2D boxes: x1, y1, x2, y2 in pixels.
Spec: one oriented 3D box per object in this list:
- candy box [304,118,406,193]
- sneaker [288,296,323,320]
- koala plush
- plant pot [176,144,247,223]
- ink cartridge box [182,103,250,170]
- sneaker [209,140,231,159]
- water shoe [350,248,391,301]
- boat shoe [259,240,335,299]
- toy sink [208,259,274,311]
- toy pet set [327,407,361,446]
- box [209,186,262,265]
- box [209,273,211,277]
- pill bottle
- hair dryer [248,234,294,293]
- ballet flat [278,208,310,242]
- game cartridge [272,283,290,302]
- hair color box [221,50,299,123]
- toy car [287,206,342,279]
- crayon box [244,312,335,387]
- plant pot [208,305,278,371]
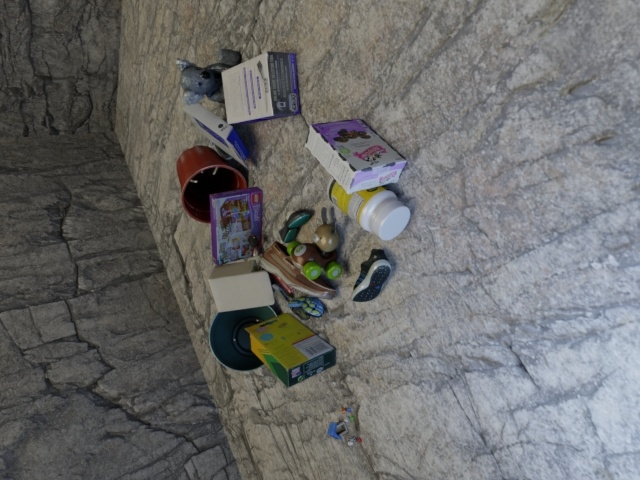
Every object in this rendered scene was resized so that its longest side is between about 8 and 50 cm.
[{"bbox_3d":[0.085,-0.214,1.029,0.196,0.165,0.070,51,142,30],"label":"candy box"},{"bbox_3d":[-0.045,0.250,1.504,0.188,0.067,0.078,-3,122,54],"label":"sneaker"},{"bbox_3d":[-0.426,-0.595,1.565,0.203,0.221,0.196,1,104,55],"label":"koala plush"},{"bbox_3d":[-0.481,-0.258,1.768,0.265,0.272,0.272,53,141,43],"label":"plant pot"},{"bbox_3d":[-0.389,-0.414,1.625,0.332,0.065,0.165,39,169,25],"label":"ink cartridge box"},{"bbox_3d":[-0.422,-0.412,1.778,0.211,0.080,0.081,55,161,30],"label":"sneaker"},{"bbox_3d":[0.142,0.102,1.178,0.203,0.073,0.080,119,153,-47],"label":"water shoe"},{"bbox_3d":[-0.076,0.097,1.425,0.324,0.123,0.116,28,93,30],"label":"boat shoe"},{"bbox_3d":[-0.304,0.174,1.664,0.131,0.234,0.153,-91,-8,-66],"label":"toy sink"},{"bbox_3d":[0.073,0.670,1.484,0.114,0.065,0.122,-33,75,55],"label":"toy pet set"},{"bbox_3d":[-0.334,-0.057,1.663,0.057,0.201,0.293,35,129,43],"label":"box"},{"bbox_3d":[-0.428,0.236,1.987,0.181,0.119,0.182,1,104,55],"label":"box"},{"bbox_3d":[0.121,-0.097,1.065,0.208,0.119,0.119,44,136,37],"label":"pill bottle"},{"bbox_3d":[-0.177,0.112,1.645,0.293,0.080,0.224,39,150,47],"label":"hair dryer"},{"bbox_3d":[-0.098,-0.064,1.442,0.074,0.074,0.203,63,147,17],"label":"ballet flat"},{"bbox_3d":[-0.153,0.203,1.606,0.056,0.017,0.083,23,151,57],"label":"game cartridge"},{"bbox_3d":[-0.208,-0.498,1.394,0.339,0.110,0.185,15,114,54],"label":"hair color box"},{"bbox_3d":[0.000,0.000,1.274,0.155,0.149,0.188,48,128,49],"label":"toy car"},{"bbox_3d":[-0.119,0.389,1.532,0.318,0.202,0.081,26,124,49],"label":"crayon box"},{"bbox_3d":[-0.307,0.405,1.772,0.196,0.293,0.293,97,149,-73],"label":"plant pot"}]
